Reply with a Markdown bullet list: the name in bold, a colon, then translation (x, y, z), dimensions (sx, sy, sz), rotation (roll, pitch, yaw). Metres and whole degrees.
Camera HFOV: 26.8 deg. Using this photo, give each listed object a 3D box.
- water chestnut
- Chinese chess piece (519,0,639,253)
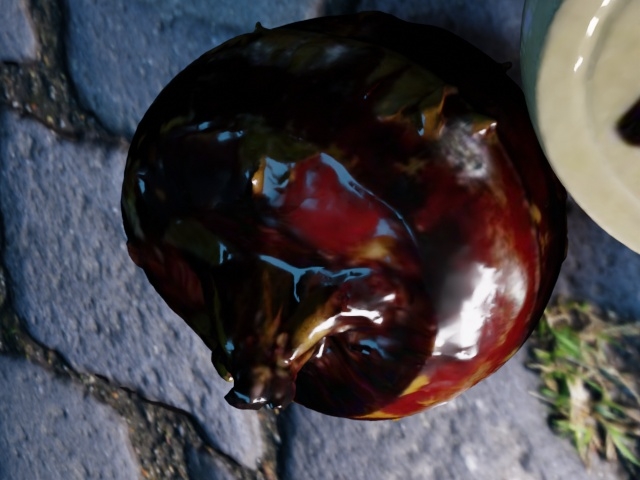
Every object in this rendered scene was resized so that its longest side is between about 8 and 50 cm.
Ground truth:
- **water chestnut**: translation (0.000, 0.000, 0.855), dimensions (0.300, 0.300, 0.300), rotation (21, 124, 35)
- **Chinese chess piece**: translation (0.225, -0.093, 0.644), dimensions (0.257, 0.104, 0.257), rotation (10, 133, 11)
